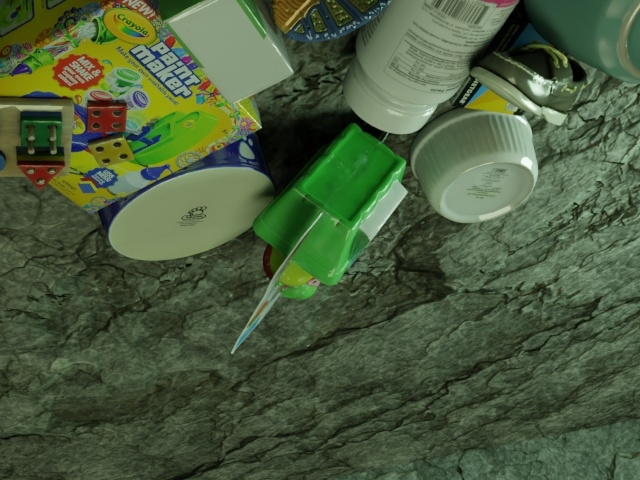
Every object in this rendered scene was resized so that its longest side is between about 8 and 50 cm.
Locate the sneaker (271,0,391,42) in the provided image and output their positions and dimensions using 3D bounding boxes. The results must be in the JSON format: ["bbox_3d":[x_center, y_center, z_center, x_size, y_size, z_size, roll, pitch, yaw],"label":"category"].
[{"bbox_3d":[0.064,-0.345,1.176,0.296,0.131,0.112,-43,103,6],"label":"sneaker"}]

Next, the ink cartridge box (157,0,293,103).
[{"bbox_3d":[-0.123,-0.296,1.172,0.093,0.219,0.160,-24,146,12],"label":"ink cartridge box"}]

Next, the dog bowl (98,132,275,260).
[{"bbox_3d":[-0.206,-0.079,1.515,0.265,0.104,0.265,-19,157,-8],"label":"dog bowl"}]

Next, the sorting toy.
[{"bbox_3d":[-0.355,-0.109,1.202,0.275,0.046,0.132,-1,145,-19],"label":"sorting toy"}]

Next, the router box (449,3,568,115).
[{"bbox_3d":[0.287,-0.268,1.504,0.133,0.046,0.179,4,143,-24],"label":"router box"}]

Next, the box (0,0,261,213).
[{"bbox_3d":[-0.275,-0.221,1.270,0.279,0.177,0.290,-25,145,16],"label":"box"}]

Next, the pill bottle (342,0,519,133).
[{"bbox_3d":[0.143,-0.283,1.333,0.160,0.160,0.283,5,143,-24],"label":"pill bottle"}]

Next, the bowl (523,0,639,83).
[{"bbox_3d":[0.444,-0.329,1.324,0.312,0.163,0.311,-11,138,-10],"label":"bowl"}]

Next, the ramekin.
[{"bbox_3d":[0.258,-0.119,1.657,0.207,0.109,0.207,-8,146,-6],"label":"ramekin"}]

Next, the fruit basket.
[{"bbox_3d":[0.000,0.000,1.599,0.165,0.327,0.353,32,139,8],"label":"fruit basket"}]

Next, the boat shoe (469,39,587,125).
[{"bbox_3d":[0.290,-0.225,1.369,0.091,0.109,0.305,-57,159,16],"label":"boat shoe"}]
